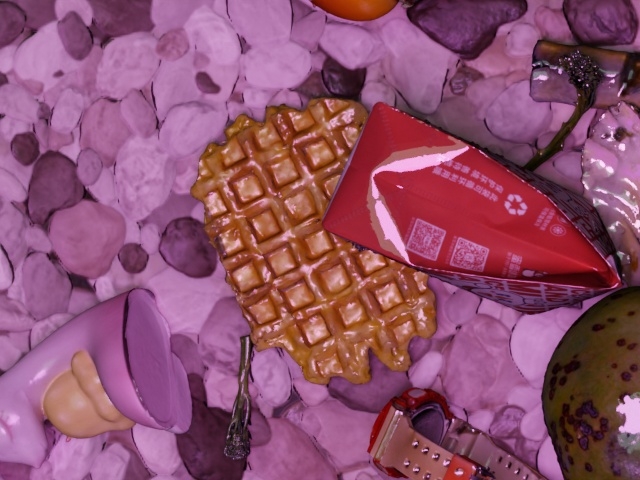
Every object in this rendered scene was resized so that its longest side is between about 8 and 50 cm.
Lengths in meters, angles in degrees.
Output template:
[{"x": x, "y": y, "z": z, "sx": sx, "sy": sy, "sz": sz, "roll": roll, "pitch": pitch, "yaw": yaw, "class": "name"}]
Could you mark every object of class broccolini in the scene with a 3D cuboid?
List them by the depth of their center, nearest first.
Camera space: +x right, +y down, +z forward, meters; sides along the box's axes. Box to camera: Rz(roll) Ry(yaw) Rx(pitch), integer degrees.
[{"x": 0.247, "y": -0.116, "z": 1.806, "sx": 0.052, "sy": 0.054, "sz": 0.194, "roll": 13, "pitch": 126, "yaw": -13, "class": "broccolini"}, {"x": -0.088, "y": 0.174, "z": 1.922, "sx": 0.030, "sy": 0.035, "sz": 0.140, "roll": 5, "pitch": 90, "yaw": 10, "class": "broccolini"}]

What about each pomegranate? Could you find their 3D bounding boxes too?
[{"x": 0.338, "y": 0.173, "z": 1.718, "sx": 0.254, "sy": 0.270, "sz": 0.254, "roll": -4, "pitch": 51, "yaw": 5, "class": "pomegranate"}]

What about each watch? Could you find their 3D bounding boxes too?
[{"x": 0.166, "y": 0.244, "z": 1.766, "sx": 0.268, "sy": 0.165, "sz": 0.102, "roll": 31, "pitch": 100, "yaw": 49, "class": "watch"}]

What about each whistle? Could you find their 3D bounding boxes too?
[{"x": 0.377, "y": -0.156, "z": 1.794, "sx": 0.326, "sy": 0.068, "sz": 0.057, "roll": 9, "pitch": 57, "yaw": 14, "class": "whistle"}]

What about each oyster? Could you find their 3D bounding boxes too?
[{"x": 0.339, "y": -0.040, "z": 1.796, "sx": 0.133, "sy": 0.072, "sz": 0.209, "roll": -38, "pitch": 67, "yaw": 42, "class": "oyster"}]

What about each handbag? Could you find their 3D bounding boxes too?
[{"x": 0.167, "y": -0.011, "z": 1.739, "sx": 0.298, "sy": 0.171, "sz": 0.151, "roll": 26, "pitch": 93, "yaw": 13, "class": "handbag"}]

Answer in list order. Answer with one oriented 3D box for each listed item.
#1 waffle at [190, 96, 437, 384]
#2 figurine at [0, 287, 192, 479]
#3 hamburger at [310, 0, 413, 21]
[{"x": 0.001, "y": 0.000, "z": 1.888, "sx": 0.307, "sy": 0.060, "sz": 0.312, "roll": 8, "pitch": 89, "yaw": 14, "class": "waffle"}, {"x": -0.299, "y": 0.233, "z": 1.898, "sx": 0.315, "sy": 0.206, "sz": 0.284, "roll": -26, "pitch": 73, "yaw": 17, "class": "figurine"}, {"x": 0.020, "y": -0.340, "z": 1.799, "sx": 0.170, "sy": 0.246, "sz": 0.246, "roll": -33, "pitch": 82, "yaw": 14, "class": "hamburger"}]
